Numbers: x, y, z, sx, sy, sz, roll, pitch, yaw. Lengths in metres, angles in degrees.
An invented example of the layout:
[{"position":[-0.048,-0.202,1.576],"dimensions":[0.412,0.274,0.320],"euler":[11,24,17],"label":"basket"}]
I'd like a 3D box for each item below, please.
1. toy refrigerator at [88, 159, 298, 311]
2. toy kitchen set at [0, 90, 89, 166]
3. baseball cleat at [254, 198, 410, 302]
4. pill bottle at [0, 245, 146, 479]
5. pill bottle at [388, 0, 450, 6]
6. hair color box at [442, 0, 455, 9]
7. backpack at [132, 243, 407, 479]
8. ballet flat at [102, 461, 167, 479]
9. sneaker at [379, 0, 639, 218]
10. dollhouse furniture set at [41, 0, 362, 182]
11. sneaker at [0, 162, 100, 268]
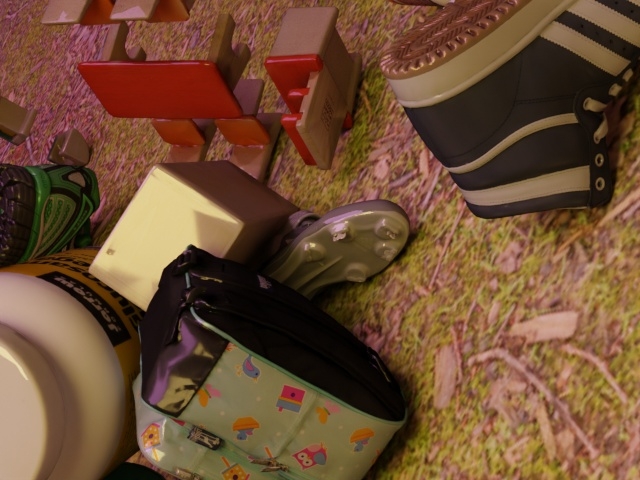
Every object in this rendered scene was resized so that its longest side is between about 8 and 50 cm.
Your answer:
[{"position":[-0.102,-0.006,1.188],"dimensions":[0.102,0.094,0.269],"euler":[-57,-5,8],"label":"toy refrigerator"},{"position":[-0.441,-0.077,1.943],"dimensions":[0.122,0.166,0.207],"euler":[-14,53,57],"label":"toy kitchen set"},{"position":[0.000,0.000,1.165],"dimensions":[0.206,0.072,0.109],"euler":[-34,31,39],"label":"baseball cleat"},{"position":[-0.222,0.110,1.101],"dimensions":[0.188,0.188,0.334],"euler":[-58,-5,10],"label":"pill bottle"},{"position":[0.102,-0.242,1.191],"dimensions":[0.086,0.086,0.152],"euler":[-63,25,-1],"label":"pill bottle"},{"position":[0.155,-0.184,1.076],"dimensions":[0.167,0.053,0.093],"euler":[-46,30,32],"label":"hair color box"},{"position":[-0.039,0.109,0.998],"dimensions":[0.144,0.188,0.166],"euler":[-64,17,12],"label":"backpack"},{"position":[-0.149,0.326,1.077],"dimensions":[0.139,0.139,0.400],"euler":[-56,26,13],"label":"ballet flat"},{"position":[0.189,-0.125,0.930],"dimensions":[0.282,0.153,0.099],"euler":[-32,23,-7],"label":"sneaker"},{"position":[-0.103,-0.142,1.307],"dimensions":[0.259,0.262,0.135],"euler":[2,58,25],"label":"dollhouse furniture set"},{"position":[-0.367,0.026,1.777],"dimensions":[0.343,0.146,0.134],"euler":[-52,51,50],"label":"sneaker"}]
